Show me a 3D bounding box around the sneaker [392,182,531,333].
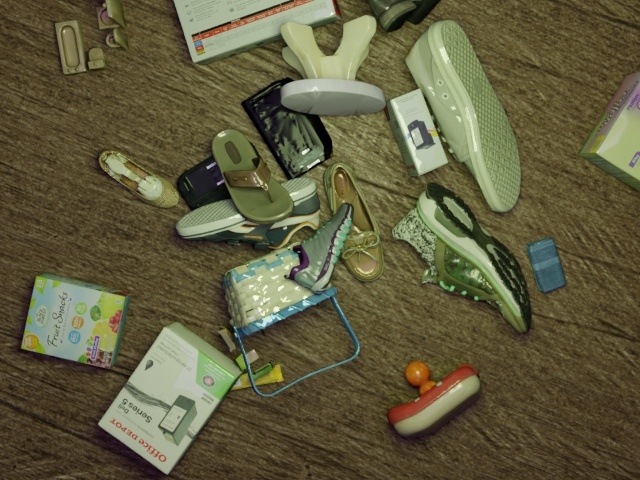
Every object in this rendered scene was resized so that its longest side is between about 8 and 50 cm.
[{"bbox_3d":[0.323,0.063,1.734,0.182,0.158,0.410,-37,97,33],"label":"sneaker"}]

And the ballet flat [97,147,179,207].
[{"bbox_3d":[-0.416,-0.137,1.709,0.206,0.067,0.073,30,92,-4],"label":"ballet flat"}]

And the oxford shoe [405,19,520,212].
[{"bbox_3d":[0.322,-0.268,1.695,0.130,0.169,0.449,-16,107,44],"label":"oxford shoe"}]

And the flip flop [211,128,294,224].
[{"bbox_3d":[-0.153,-0.144,1.612,0.112,0.080,0.277,-25,63,-12],"label":"flip flop"}]

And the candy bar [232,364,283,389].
[{"bbox_3d":[-0.170,0.326,1.776,0.162,0.018,0.040,-11,91,0],"label":"candy bar"}]

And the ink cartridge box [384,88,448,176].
[{"bbox_3d":[0.209,-0.237,1.686,0.072,0.127,0.175,-22,96,-2],"label":"ink cartridge box"}]

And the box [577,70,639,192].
[{"bbox_3d":[0.753,-0.224,1.705,0.243,0.117,0.213,30,93,-4],"label":"box"}]

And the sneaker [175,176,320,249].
[{"bbox_3d":[-0.152,-0.033,1.682,0.321,0.126,0.127,-16,116,-1],"label":"sneaker"}]

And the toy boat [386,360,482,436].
[{"bbox_3d":[0.248,0.346,1.744,0.231,0.151,0.151,-37,64,1],"label":"toy boat"}]

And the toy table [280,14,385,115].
[{"bbox_3d":[0.022,-0.368,1.627,0.252,0.274,0.160,-7,86,31],"label":"toy table"}]

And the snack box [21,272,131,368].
[{"bbox_3d":[-0.556,0.182,1.731,0.207,0.070,0.174,13,95,-1],"label":"snack box"}]

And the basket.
[{"bbox_3d":[-0.072,0.167,1.662,0.255,0.201,0.288,-20,81,-21],"label":"basket"}]

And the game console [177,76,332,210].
[{"bbox_3d":[-0.164,-0.199,1.724,0.361,0.044,0.213,-31,93,1],"label":"game console"}]

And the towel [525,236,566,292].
[{"bbox_3d":[0.526,0.057,1.766,0.067,0.029,0.119,-18,94,0],"label":"towel"}]

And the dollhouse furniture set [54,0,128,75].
[{"bbox_3d":[-0.510,-0.449,1.654,0.151,0.123,0.144,-8,95,-1],"label":"dollhouse furniture set"}]

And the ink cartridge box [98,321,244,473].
[{"bbox_3d":[-0.336,0.355,1.718,0.198,0.115,0.272,35,93,3],"label":"ink cartridge box"}]

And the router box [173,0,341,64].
[{"bbox_3d":[-0.157,-0.575,1.634,0.336,0.082,0.301,-15,97,13],"label":"router box"}]

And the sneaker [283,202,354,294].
[{"bbox_3d":[0.000,0.000,1.604,0.098,0.083,0.223,23,60,-2],"label":"sneaker"}]

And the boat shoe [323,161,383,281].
[{"bbox_3d":[0.071,-0.039,1.717,0.105,0.089,0.285,-21,95,0],"label":"boat shoe"}]

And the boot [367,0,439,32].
[{"bbox_3d":[0.139,-0.571,1.628,0.229,0.263,0.091,51,133,5],"label":"boot"}]

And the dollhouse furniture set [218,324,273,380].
[{"bbox_3d":[-0.172,0.246,1.740,0.059,0.076,0.151,-32,93,-2],"label":"dollhouse furniture set"}]
